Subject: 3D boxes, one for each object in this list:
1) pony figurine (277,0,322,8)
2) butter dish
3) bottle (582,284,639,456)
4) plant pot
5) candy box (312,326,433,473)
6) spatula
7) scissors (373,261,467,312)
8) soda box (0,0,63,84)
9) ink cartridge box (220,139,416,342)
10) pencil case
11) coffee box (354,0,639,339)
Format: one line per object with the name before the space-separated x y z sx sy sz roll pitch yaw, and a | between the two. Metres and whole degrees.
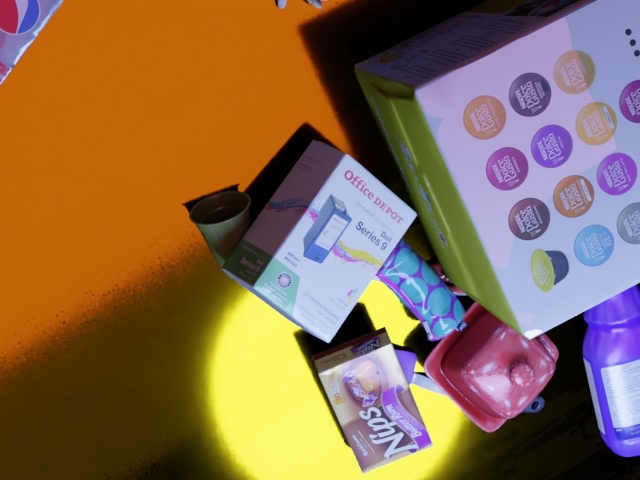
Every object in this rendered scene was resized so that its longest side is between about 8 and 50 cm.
pony figurine | -0.048 -0.468 1.760 0.363 0.302 0.351 35 126 -22
butter dish | 0.253 0.173 2.021 0.160 0.118 0.160 -48 110 -7
bottle | 0.432 0.162 2.098 0.118 0.092 0.282 -18 107 -6
plant pot | -0.121 -0.011 1.941 0.083 0.083 0.079 -21 121 -7
candy box | 0.072 0.220 2.021 0.109 0.053 0.186 -22 118 1
spatula | 0.183 0.210 2.086 0.296 0.030 0.084 13 105 -16
scissors | 0.104 0.060 2.034 0.297 0.021 0.109 -2 106 -14
soda box | -0.349 -0.316 1.794 0.083 0.092 0.263 37 93 -19
ink cartridge box | 0.000 0.000 1.925 0.154 0.093 0.212 40 82 -35
pencil case | 0.130 0.067 1.998 0.151 0.064 0.070 48 54 -18
coffee box | 0.281 -0.127 1.854 0.334 0.338 0.337 -27 105 -5
